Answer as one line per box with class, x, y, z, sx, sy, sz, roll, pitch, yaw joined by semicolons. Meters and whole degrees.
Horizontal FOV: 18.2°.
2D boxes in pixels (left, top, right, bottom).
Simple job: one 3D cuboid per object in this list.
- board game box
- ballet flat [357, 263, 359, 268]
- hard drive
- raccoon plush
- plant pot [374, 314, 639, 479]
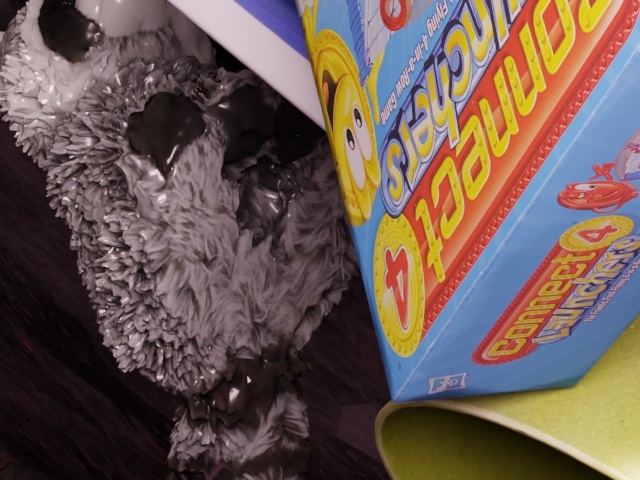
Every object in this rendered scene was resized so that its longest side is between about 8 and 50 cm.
board game box;0.075;-0.137;0.760;0.308;0.086;0.302;117;144;-57
ballet flat;0.000;0.000;1.563;0.077;0.091;0.241;13;165;-4
hard drive;0.031;-0.092;1.116;0.319;0.040;0.210;41;-163;30
raccoon plush;-0.151;0.016;1.431;0.216;0.446;0.299;11;-174;-45
plant pot;0.222;0.057;0.976;0.275;0.293;0.275;33;159;14
